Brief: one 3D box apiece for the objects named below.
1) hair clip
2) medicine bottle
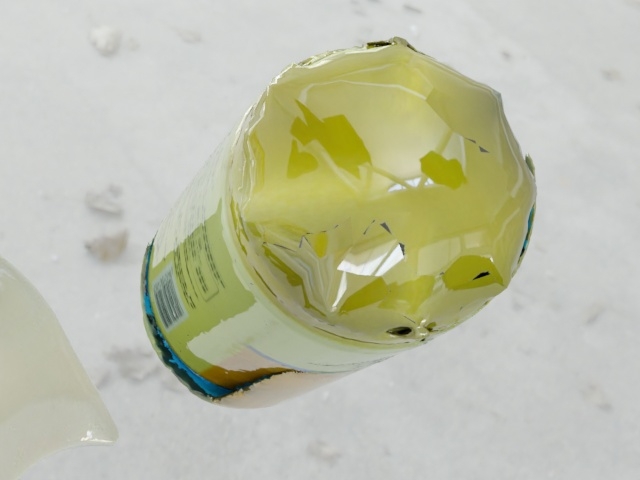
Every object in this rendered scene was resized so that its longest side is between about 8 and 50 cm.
[{"bbox_3d":[-0.281,0.069,0.957,0.282,0.113,0.172,38,43,12],"label":"hair clip"},{"bbox_3d":[0.000,0.000,0.582,0.124,0.239,0.124,3,78,-17],"label":"medicine bottle"}]
